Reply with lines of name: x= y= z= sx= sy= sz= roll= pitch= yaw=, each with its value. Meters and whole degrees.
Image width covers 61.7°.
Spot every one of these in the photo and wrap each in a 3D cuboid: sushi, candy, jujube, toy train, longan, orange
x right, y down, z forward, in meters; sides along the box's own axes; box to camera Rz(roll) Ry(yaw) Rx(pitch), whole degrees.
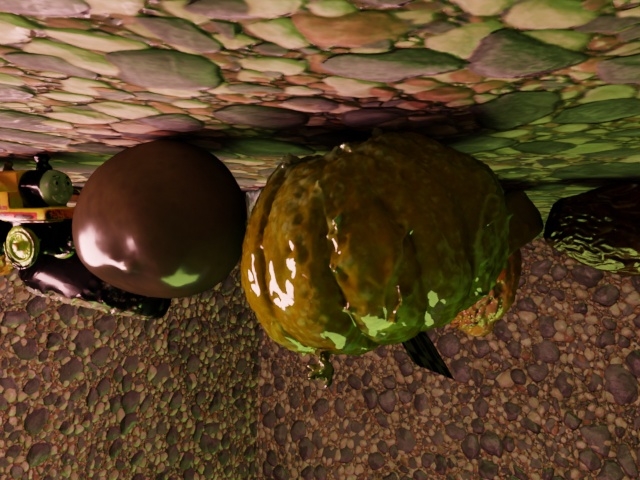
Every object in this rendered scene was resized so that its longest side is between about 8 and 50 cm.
sushi: x=-0.510 y=0.029 z=1.290 sx=0.328 sy=0.286 sz=0.327 roll=23 pitch=166 yaw=-39
candy: x=0.292 y=0.004 z=1.013 sx=0.259 sy=0.118 sz=0.260 roll=-34 pitch=178 yaw=-2
jujube: x=0.505 y=-0.023 z=0.915 sx=0.236 sy=0.168 sz=0.168 roll=5 pitch=178 yaw=1
toy train: x=-0.472 y=-0.044 z=0.777 sx=0.295 sy=0.161 sz=0.100 roll=2 pitch=-173 yaw=19
longan: x=-0.186 y=-0.025 z=0.650 sx=0.220 sy=0.197 sz=0.196 roll=1 pitch=178 yaw=36
orange: x=0.056 y=-0.008 z=0.580 sx=0.300 sy=0.223 sz=0.300 roll=-21 pitch=-170 yaw=2
sushi: x=0.133 y=0.056 z=0.898 sx=0.064 sy=0.343 sz=0.359 roll=-33 pitch=153 yaw=9

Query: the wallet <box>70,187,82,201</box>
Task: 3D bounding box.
wallet: x=-0.503 y=-0.093 z=1.130 sx=0.095 sy=0.026 sz=0.176 roll=-4 pitch=176 yaw=35

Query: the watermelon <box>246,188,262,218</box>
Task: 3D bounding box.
watermelon: x=-0.028 y=-0.046 z=1.111 sx=0.212 sy=0.201 sz=0.262 roll=2 pitch=135 yaw=9

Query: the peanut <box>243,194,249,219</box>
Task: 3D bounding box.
peanut: x=-0.175 y=-0.063 z=1.131 sx=0.076 sy=0.076 sz=0.152 roll=1 pitch=172 yaw=-4

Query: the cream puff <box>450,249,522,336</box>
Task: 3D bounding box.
cream puff: x=0.405 y=0.089 z=1.504 sx=0.230 sy=0.343 sz=0.327 roll=11 pitch=-158 yaw=-3

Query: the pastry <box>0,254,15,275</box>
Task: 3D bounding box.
pastry: x=-0.688 y=-0.019 z=1.098 sx=0.103 sy=0.189 sz=0.188 roll=-3 pitch=-179 yaw=-44
